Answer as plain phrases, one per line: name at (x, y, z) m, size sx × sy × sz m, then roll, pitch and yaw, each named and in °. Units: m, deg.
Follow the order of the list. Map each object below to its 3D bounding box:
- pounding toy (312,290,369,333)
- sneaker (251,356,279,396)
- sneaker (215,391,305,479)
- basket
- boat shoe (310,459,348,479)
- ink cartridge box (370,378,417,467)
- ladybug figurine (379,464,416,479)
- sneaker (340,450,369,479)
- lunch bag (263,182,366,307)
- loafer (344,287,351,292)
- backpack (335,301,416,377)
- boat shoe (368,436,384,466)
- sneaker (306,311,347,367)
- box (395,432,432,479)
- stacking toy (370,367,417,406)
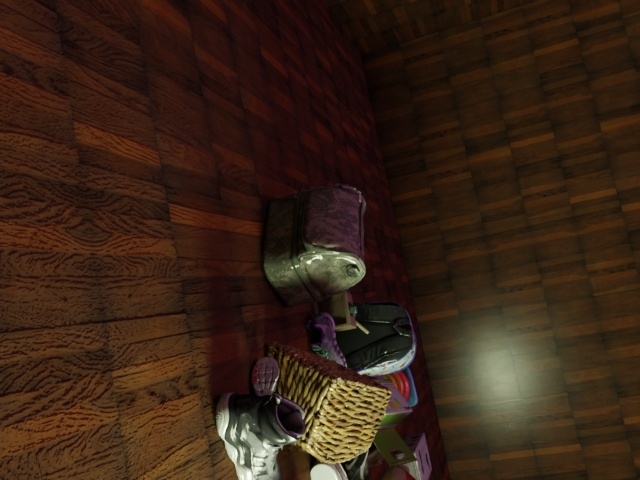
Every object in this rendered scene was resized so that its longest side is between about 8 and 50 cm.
pounding toy at (0.062, 0.232, 1.932) m, size 0.100 × 0.141 × 0.130 m, roll 36°, pitch 44°, yaw -67°
sneaker at (-0.126, 0.338, 1.394) m, size 0.065 × 0.061 × 0.158 m, roll 100°, pitch -7°, yaw -51°
sneaker at (-0.094, 0.407, 1.235) m, size 0.101 × 0.153 × 0.268 m, roll -73°, pitch 147°, yaw -60°
basket at (-0.007, 0.404, 1.533) m, size 0.299 × 0.223 × 0.213 m, roll 29°, pitch 83°, yaw -53°
boat shoe at (0.049, 0.679, 1.637) m, size 0.267 × 0.096 × 0.088 m, roll 66°, pitch 22°, yaw -7°
ink cartridge box at (0.219, 0.567, 1.962) m, size 0.189 × 0.097 × 0.255 m, roll 17°, pitch 30°, yaw -54°
ladybug figurine at (0.189, 0.820, 1.645) m, size 0.305 × 0.162 × 0.449 m, roll 88°, pitch 19°, yaw -60°
sneaker at (0.091, 0.671, 1.794) m, size 0.121 × 0.111 × 0.300 m, roll 78°, pitch 13°, yaw -52°
lunch bag at (0.000, 0.000, 1.693) m, size 0.305 × 0.256 × 0.212 m, roll -87°, pitch 158°, yaw -46°
loafer at (0.082, 0.133, 2.187) m, size 0.220 × 0.080 × 0.078 m, roll -82°, pitch 154°, yaw -51°
backpack at (0.181, 0.328, 2.043) m, size 0.213 × 0.263 × 0.276 m, roll 47°, pitch 33°, yaw -61°
boat shoe at (0.169, 0.680, 2.016) m, size 0.302 × 0.109 × 0.098 m, roll 11°, pitch 66°, yaw -79°
sneaker at (0.007, 0.327, 1.831) m, size 0.098 × 0.083 × 0.224 m, roll -13°, pitch 86°, yaw -53°
box at (0.392, 0.927, 2.611) m, size 0.290 × 0.087 × 0.169 m, roll 1°, pitch 77°, yaw -74°
stacking toy at (0.202, 0.530, 2.219) m, size 0.302 × 0.175 × 0.166 m, roll 15°, pitch 56°, yaw -56°
